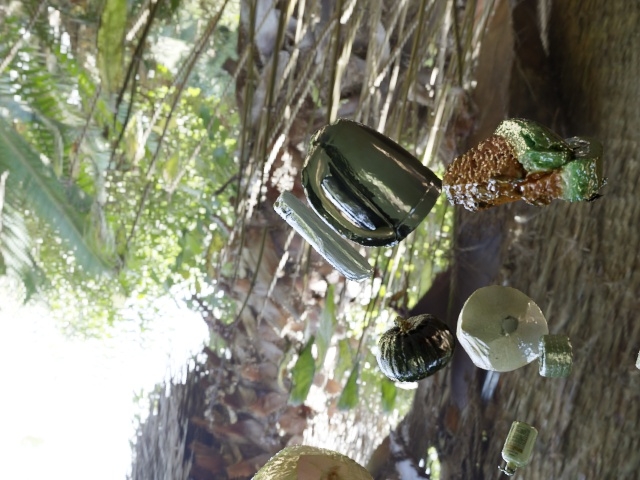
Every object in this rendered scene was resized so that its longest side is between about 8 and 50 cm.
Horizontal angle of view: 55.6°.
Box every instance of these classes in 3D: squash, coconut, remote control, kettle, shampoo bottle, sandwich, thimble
[{"bbox_3d":[0.231,0.261,1.476,0.193,0.155,0.193,-2,-168,0],"label":"squash"},{"bbox_3d":[0.460,0.228,1.560,0.241,0.241,0.241,10,-162,-3],"label":"coconut"},{"bbox_3d":[0.000,0.000,1.572,0.313,0.055,0.109,42,156,-2],"label":"remote control"},{"bbox_3d":[0.094,-0.138,1.491,0.324,0.228,0.320,39,-126,-11],"label":"kettle"},{"bbox_3d":[0.605,0.642,1.861,0.079,0.162,0.079,24,158,10],"label":"shampoo bottle"},{"bbox_3d":[-0.016,0.561,1.233,0.298,0.254,0.297,1,-153,0],"label":"coconut"},{"bbox_3d":[0.364,-0.147,1.130,0.301,0.161,0.250,-12,-167,31],"label":"sandwich"},{"bbox_3d":[0.526,0.262,1.365,0.062,0.109,0.084,-1,-141,11],"label":"thimble"}]

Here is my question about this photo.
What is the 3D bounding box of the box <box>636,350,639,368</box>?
[{"bbox_3d":[0.992,0.260,1.662,0.071,0.259,0.168,33,-124,6],"label":"box"}]
